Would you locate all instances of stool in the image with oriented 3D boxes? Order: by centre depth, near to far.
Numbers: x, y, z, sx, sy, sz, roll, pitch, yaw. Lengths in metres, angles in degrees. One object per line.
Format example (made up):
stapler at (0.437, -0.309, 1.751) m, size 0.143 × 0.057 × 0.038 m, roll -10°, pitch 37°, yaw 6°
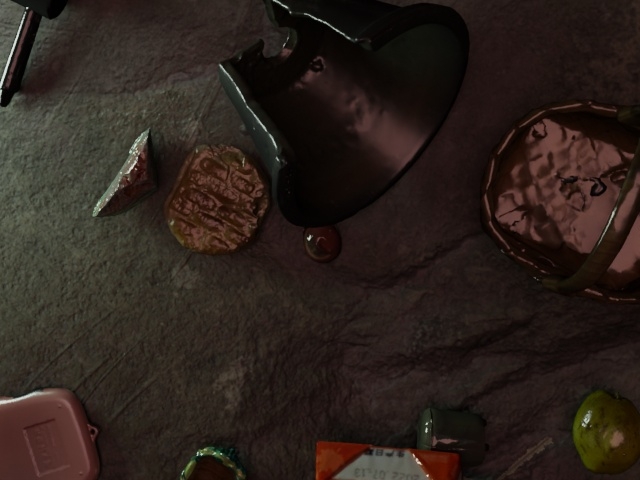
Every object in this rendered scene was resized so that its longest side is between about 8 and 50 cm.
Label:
stool at (0.213, 0.322, 1.263) m, size 0.110 × 0.096 × 0.096 m, roll 2°, pitch 93°, yaw 3°

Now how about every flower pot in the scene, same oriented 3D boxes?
flower pot at (0.014, -0.233, 1.177) m, size 0.251 × 0.379 × 0.379 m, roll 42°, pitch 98°, yaw 26°

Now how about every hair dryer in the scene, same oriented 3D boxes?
hair dryer at (-0.530, -0.357, 1.362) m, size 0.114 × 0.070 × 0.248 m, roll 26°, pitch 105°, yaw 5°

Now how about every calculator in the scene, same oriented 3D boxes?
calculator at (-0.551, 0.385, 1.400) m, size 0.329 × 0.048 × 0.220 m, roll -19°, pitch 88°, yaw 6°

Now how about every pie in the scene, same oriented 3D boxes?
pie at (-0.172, -0.066, 1.324) m, size 0.195 × 0.046 × 0.195 m, roll 0°, pitch 92°, yaw 10°

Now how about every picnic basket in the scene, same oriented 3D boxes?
picnic basket at (0.398, -0.055, 1.106) m, size 0.337 × 0.337 × 0.293 m, roll 22°, pitch 96°, yaw 7°

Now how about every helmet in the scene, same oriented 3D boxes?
helmet at (-0.001, -0.001, 1.299) m, size 0.065 × 0.049 × 0.084 m, roll -16°, pitch 91°, yaw 10°

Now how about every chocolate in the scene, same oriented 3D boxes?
chocolate at (0.104, 0.445, 1.234) m, size 0.235 × 0.108 × 0.237 m, roll 3°, pitch 119°, yaw 12°

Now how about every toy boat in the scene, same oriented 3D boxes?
toy boat at (-0.225, 0.483, 1.335) m, size 0.108 × 0.099 × 0.293 m, roll 31°, pitch 89°, yaw 7°

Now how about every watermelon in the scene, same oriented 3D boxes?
watermelon at (-0.325, -0.102, 1.327) m, size 0.081 × 0.094 × 0.180 m, roll 36°, pitch 112°, yaw 2°

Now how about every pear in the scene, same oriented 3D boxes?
pear at (0.452, 0.301, 1.221) m, size 0.107 × 0.107 × 0.131 m, roll 10°, pitch 98°, yaw 8°

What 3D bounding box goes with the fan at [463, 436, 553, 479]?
fan at (0.256, 0.409, 1.250) m, size 0.191 × 0.009 × 0.329 m, roll 35°, pitch 117°, yaw -5°
